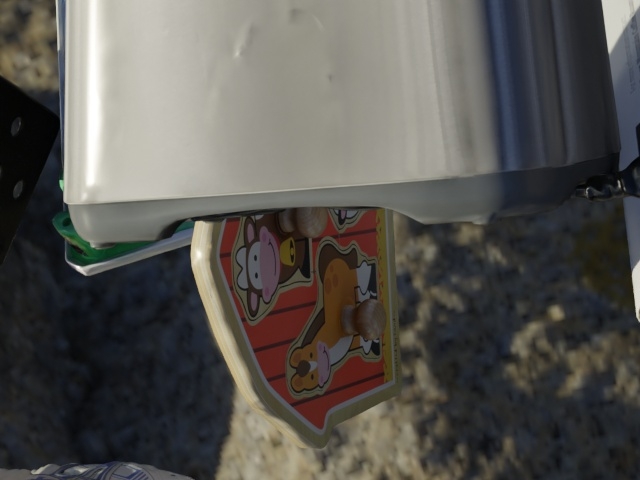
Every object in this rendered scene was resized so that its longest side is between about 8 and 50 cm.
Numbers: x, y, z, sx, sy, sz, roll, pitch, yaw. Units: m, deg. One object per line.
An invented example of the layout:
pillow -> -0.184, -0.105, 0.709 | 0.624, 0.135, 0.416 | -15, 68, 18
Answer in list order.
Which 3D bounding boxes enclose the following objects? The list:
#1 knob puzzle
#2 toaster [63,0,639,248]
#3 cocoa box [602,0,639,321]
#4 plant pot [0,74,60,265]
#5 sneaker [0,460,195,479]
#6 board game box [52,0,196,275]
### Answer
knob puzzle -> 0.000, 0.000, 0.862 | 0.030, 0.213, 0.213 | -1, 50, 25
toaster -> 0.012, -0.078, 0.664 | 0.227, 0.146, 0.129 | -3, 6, 24
cocoa box -> 0.293, -0.071, 0.895 | 0.231, 0.228, 0.347 | -48, 18, 28
plant pot -> -0.306, -0.071, 1.389 | 0.167, 0.187, 0.188 | 21, 84, 20
sneaker -> -0.112, 0.161, 1.013 | 0.131, 0.111, 0.296 | -10, 4, -8
board game box -> -0.034, -0.196, 1.453 | 0.390, 0.050, 0.390 | -17, 54, 14
